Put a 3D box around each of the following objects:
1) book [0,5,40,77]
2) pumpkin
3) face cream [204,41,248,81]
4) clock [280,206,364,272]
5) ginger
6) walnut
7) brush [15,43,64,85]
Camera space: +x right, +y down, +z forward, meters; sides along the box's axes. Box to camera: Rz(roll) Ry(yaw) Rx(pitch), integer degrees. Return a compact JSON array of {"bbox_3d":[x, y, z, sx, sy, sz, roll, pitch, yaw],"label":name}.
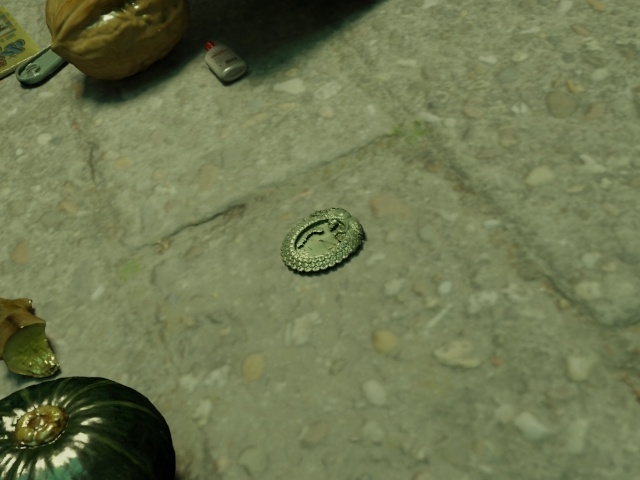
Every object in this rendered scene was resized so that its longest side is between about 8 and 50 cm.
[{"bbox_3d":[-0.507,-0.269,1.238,0.168,0.013,0.192,-33,47,-14],"label":"book"},{"bbox_3d":[-0.191,0.174,0.630,0.167,0.125,0.167,-8,46,8],"label":"pumpkin"},{"bbox_3d":[-0.123,-0.227,1.064,0.040,0.021,0.083,-29,46,-10],"label":"face cream"},{"bbox_3d":[0.000,0.000,0.815,0.083,0.010,0.074,-36,47,-15],"label":"clock"},{"bbox_3d":[-0.295,0.083,0.812,0.137,0.044,0.057,28,79,38],"label":"ginger"},{"bbox_3d":[-0.261,-0.286,1.078,0.184,0.155,0.155,-38,48,-16],"label":"walnut"},{"bbox_3d":[-0.319,-0.325,1.196,0.068,0.060,0.297,23,58,31],"label":"brush"}]
